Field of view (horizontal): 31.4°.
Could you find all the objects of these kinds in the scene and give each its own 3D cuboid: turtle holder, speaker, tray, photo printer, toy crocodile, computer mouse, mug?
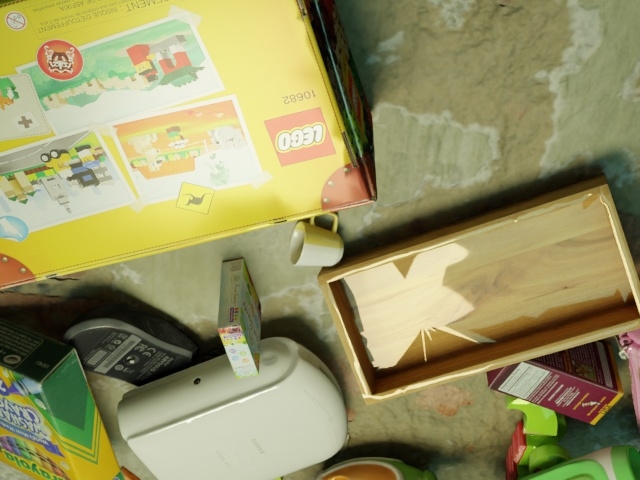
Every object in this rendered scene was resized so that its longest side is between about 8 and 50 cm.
[{"bbox_3d":[0.084,0.478,1.883,0.227,0.243,0.320,17,169,5],"label":"turtle holder"},{"bbox_3d":[0.353,0.411,1.719,0.296,0.131,0.131,-28,124,23],"label":"speaker"},{"bbox_3d":[0.224,0.071,1.574,0.410,0.076,0.203,-18,102,15],"label":"tray"},{"bbox_3d":[-0.116,0.275,1.731,0.307,0.107,0.256,-21,138,5],"label":"photo printer"},{"bbox_3d":[0.341,0.374,1.844,0.105,0.115,0.341,2,128,4],"label":"toy crocodile"},{"bbox_3d":[-0.270,0.164,1.705,0.188,0.072,0.272,-37,133,24],"label":"computer mouse"},{"bbox_3d":[0.000,0.004,1.573,0.064,0.062,0.078,10,136,-18],"label":"mug"}]

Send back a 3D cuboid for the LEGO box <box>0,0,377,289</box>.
[{"bbox_3d":[-0.221,-0.181,1.330,0.500,0.193,0.372,-13,128,10],"label":"LEGO box"}]

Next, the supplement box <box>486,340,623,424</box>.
[{"bbox_3d":[0.343,0.187,1.693,0.188,0.104,0.081,20,128,-15],"label":"supplement box"}]

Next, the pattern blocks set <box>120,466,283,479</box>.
[{"bbox_3d":[-0.207,0.411,1.930,0.285,0.026,0.325,-12,128,10],"label":"pattern blocks set"}]

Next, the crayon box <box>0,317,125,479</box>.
[{"bbox_3d":[-0.424,0.270,1.717,0.203,0.083,0.323,17,137,29],"label":"crayon box"}]

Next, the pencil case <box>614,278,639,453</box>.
[{"bbox_3d":[0.540,0.229,1.696,0.167,0.160,0.386,5,135,28],"label":"pencil case"}]

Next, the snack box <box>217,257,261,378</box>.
[{"bbox_3d":[-0.113,0.109,1.604,0.037,0.141,0.100,-12,128,8],"label":"snack box"}]
